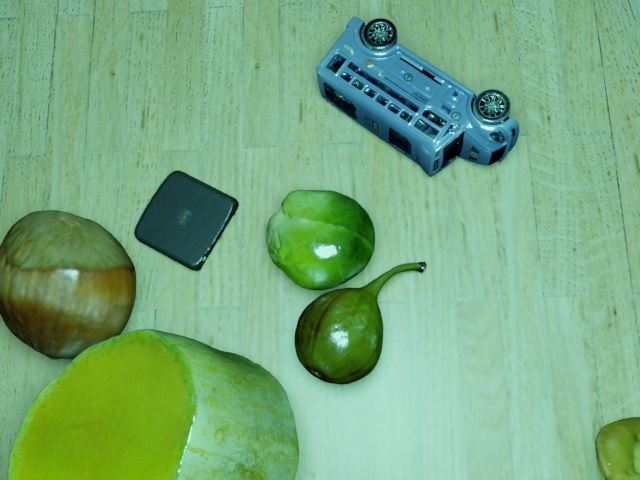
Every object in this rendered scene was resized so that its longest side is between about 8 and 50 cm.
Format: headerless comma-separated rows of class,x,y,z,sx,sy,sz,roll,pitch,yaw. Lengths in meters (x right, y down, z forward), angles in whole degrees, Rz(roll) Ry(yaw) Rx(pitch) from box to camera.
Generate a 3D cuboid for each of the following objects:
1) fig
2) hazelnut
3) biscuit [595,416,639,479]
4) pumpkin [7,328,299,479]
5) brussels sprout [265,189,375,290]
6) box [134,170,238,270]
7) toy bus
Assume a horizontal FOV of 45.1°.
fig,0.065,0.094,1.062,0.124,0.124,0.236,41,69,13
hazelnut,-0.354,0.064,1.066,0.214,0.176,0.214,2,94,37
biscuit,0.460,0.296,0.957,0.260,0.041,0.203,-3,40,-23
pumpkin,-0.209,0.254,0.932,0.332,0.199,0.332,-10,57,16
brussels sprout,0.001,0.003,1.084,0.155,0.117,0.155,-16,53,22
box,-0.202,-0.032,1.155,0.125,0.027,0.126,27,79,13
toy bus,0.140,-0.194,1.125,0.292,0.125,0.133,37,81,14
